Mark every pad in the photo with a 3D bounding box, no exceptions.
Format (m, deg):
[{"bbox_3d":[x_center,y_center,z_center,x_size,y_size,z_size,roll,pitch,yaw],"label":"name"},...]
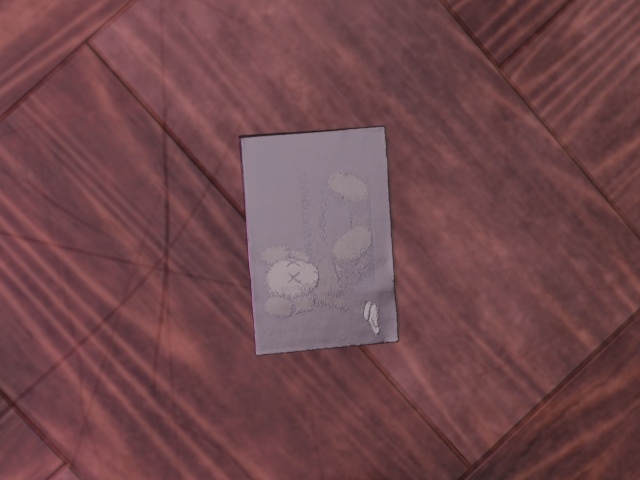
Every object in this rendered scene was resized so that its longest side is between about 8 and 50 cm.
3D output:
[{"bbox_3d":[0.000,0.000,1.431,0.127,0.004,0.190,-5,96,-11],"label":"pad"}]
